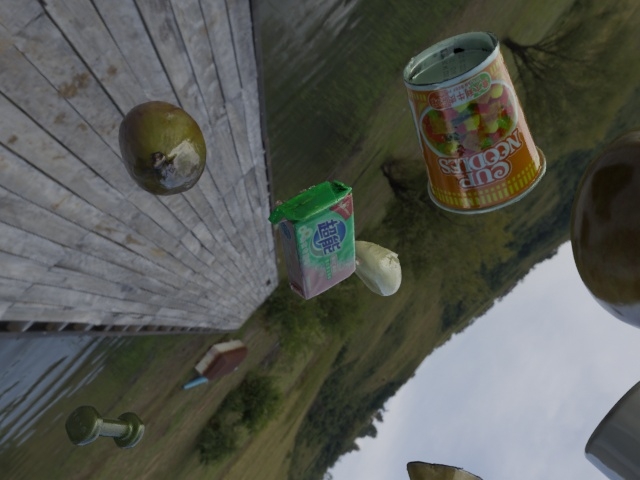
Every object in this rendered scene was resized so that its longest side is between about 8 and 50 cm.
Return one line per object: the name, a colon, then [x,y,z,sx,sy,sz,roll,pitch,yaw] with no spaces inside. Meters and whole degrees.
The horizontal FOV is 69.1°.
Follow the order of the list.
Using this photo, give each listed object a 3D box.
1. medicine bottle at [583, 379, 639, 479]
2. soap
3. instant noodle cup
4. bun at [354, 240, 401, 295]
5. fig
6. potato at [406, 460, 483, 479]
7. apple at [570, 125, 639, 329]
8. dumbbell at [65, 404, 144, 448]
medicine bottle: [0.641,0.402,0.745,0.208,0.340,0.208,-21,131,-26]
soap: [-0.002,-0.001,1.078,0.218,0.098,0.273,-32,140,-24]
instant noodle cup: [0.191,-0.157,0.603,0.168,0.185,0.168,-20,-141,17]
bun: [0.171,0.069,1.436,0.127,0.222,0.222,-39,175,-5]
fig: [-0.265,-0.147,0.787,0.146,0.170,0.274,-11,-159,-16]
potato: [0.324,0.670,1.223,0.182,0.202,0.117,-42,-156,51]
apple: [0.436,-0.022,0.549,0.257,0.233,0.257,-18,-158,8]
dumbbell: [-0.296,0.260,0.645,0.046,0.052,0.118,-44,151,-8]
